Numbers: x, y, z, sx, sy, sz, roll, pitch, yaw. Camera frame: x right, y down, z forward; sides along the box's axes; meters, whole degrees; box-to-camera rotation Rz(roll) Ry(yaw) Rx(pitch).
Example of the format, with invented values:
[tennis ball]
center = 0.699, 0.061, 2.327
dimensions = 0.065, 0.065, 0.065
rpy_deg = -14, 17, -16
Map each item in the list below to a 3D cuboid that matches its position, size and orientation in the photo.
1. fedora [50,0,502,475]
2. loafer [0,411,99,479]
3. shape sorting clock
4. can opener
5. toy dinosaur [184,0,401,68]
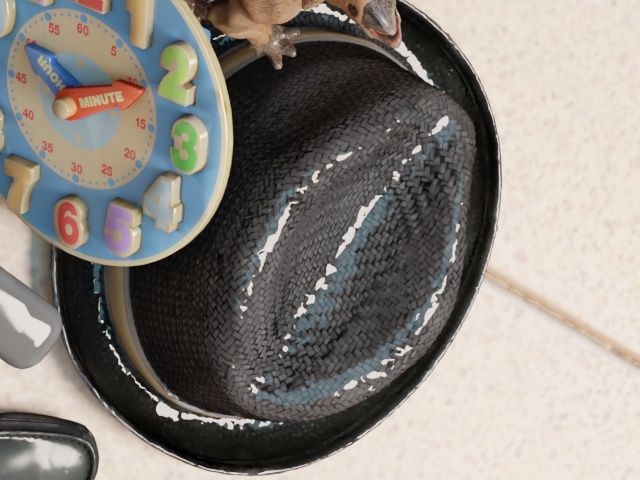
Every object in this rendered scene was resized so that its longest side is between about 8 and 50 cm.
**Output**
[fedora]
center = 0.000, 0.000, 1.195
dimensions = 0.334, 0.152, 0.334
rpy_deg = -4, 101, -22
[loafer]
center = -0.238, 0.156, 1.162
dimensions = 0.223, 0.078, 0.076
rpy_deg = -9, 103, -21
[shape sorting clock]
center = -0.139, -0.081, 1.108
dimensions = 0.040, 0.206, 0.206
rpy_deg = -30, 114, -53
[can opener]
center = -0.259, -0.030, 1.123
dimensions = 0.280, 0.074, 0.093
rpy_deg = 45, 80, -23
[toy dinosaur]
center = -0.061, -0.189, 1.076
dimensions = 0.295, 0.200, 0.127
rpy_deg = 17, 82, 19
